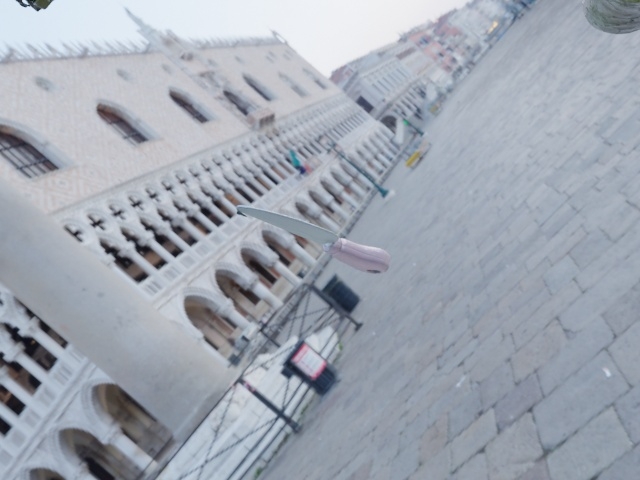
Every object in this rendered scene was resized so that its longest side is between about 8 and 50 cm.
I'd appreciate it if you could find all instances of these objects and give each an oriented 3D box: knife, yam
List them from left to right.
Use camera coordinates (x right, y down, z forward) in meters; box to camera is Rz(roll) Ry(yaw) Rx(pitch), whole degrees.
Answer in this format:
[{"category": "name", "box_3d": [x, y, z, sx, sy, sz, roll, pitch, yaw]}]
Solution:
[{"category": "knife", "box_3d": [0.002, 0.000, 1.029, 0.081, 0.336, 0.043, -11, 65, 48]}, {"category": "yam", "box_3d": [0.227, -0.194, 0.421, 0.070, 0.070, 0.146, -49, -12, 19]}]

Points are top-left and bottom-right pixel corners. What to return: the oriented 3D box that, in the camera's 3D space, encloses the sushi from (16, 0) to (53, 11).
[{"category": "sushi", "box_3d": [-0.400, -0.489, 0.902, 0.139, 0.131, 0.291, -21, 49, 29]}]
